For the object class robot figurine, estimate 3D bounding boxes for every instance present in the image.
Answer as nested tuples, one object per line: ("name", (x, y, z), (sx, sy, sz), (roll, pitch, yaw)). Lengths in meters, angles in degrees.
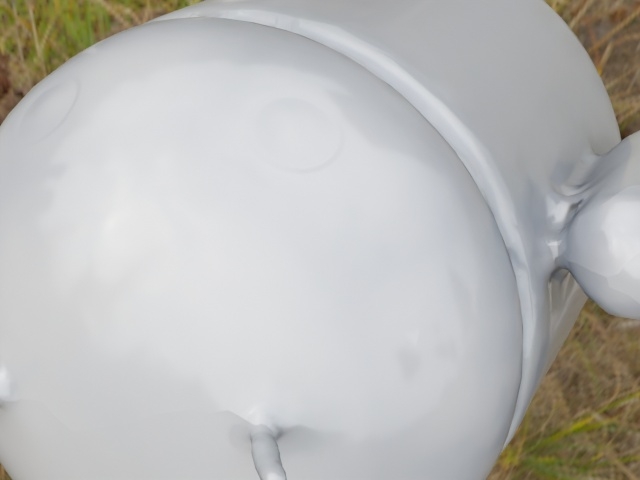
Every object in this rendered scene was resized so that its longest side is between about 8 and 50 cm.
("robot figurine", (0.000, 0.000, 0.519), (0.299, 0.200, 0.353), (-8, 15, 27))
